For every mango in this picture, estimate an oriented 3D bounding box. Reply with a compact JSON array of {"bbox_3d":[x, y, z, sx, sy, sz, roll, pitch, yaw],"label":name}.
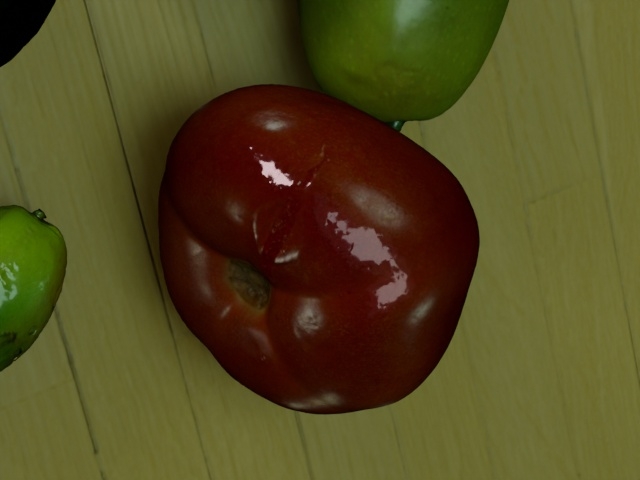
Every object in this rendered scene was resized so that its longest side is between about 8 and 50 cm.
[{"bbox_3d":[-0.301,0.066,1.527,0.233,0.111,0.125,-45,114,-16],"label":"mango"},{"bbox_3d":[0.091,-0.270,1.682,0.192,0.156,0.343,23,83,-41],"label":"mango"}]

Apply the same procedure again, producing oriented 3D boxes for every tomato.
[{"bbox_3d":[0.000,0.000,1.615,0.226,0.298,0.298,-38,118,-38],"label":"tomato"}]

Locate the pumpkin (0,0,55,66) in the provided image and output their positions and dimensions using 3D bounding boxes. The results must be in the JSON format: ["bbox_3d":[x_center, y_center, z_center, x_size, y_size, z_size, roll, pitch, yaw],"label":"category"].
[{"bbox_3d":[-0.301,-0.242,1.421,0.248,0.248,0.248,-6,102,-31],"label":"pumpkin"}]
